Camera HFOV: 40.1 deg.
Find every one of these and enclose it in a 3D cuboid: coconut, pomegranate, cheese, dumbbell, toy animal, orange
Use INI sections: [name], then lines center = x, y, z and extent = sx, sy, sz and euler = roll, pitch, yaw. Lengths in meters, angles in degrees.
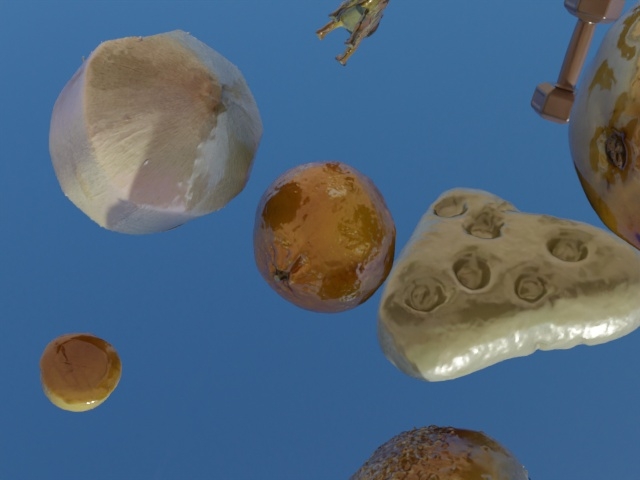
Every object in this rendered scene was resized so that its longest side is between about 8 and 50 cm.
[coconut]
center = -0.168, -0.119, 0.938
extent = 0.224, 0.234, 0.224
euler = 14, -119, -27
[pomegranate]
center = 0.402, -0.111, 0.839
extent = 0.319, 0.319, 0.319
euler = -2, -127, 3
[cheese]
center = 0.252, 0.087, 1.199
extent = 0.351, 0.129, 0.328
euler = 24, -132, 25
[dumbbell]
center = 0.418, -0.307, 1.433
extent = 0.082, 0.230, 0.092
euler = 6, -153, -17
[toy animal]
center = 0.046, -0.291, 1.125
extent = 0.057, 0.241, 0.099
euler = 39, -95, -1
[orange]
center = 0.001, -0.003, 1.005
extent = 0.155, 0.177, 0.177
euler = -8, -133, -38

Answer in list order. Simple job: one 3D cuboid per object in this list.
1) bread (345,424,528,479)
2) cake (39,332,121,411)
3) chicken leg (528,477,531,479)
[bread]
center = 0.077, 0.309, 0.907
extent = 0.159, 0.305, 0.305
euler = 41, -116, 9
[cake]
center = -0.251, 0.136, 0.918
extent = 0.084, 0.044, 0.084
euler = 9, -123, -15
[chicken leg]
center = 0.271, 0.409, 1.160
extent = 0.051, 0.106, 0.253
euler = -34, -156, 27
